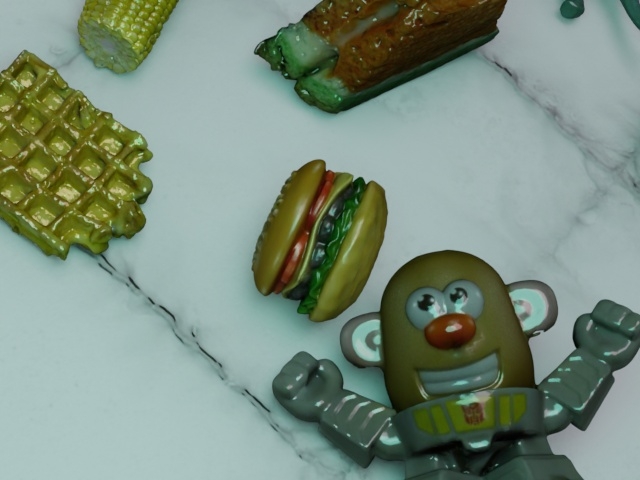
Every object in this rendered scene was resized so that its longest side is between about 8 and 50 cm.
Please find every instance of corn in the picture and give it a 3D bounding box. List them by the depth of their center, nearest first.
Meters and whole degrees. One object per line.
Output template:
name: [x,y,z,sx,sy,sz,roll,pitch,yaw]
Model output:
corn: [-0.185,-0.296,1.397,0.093,0.093,0.244,20,62,-6]

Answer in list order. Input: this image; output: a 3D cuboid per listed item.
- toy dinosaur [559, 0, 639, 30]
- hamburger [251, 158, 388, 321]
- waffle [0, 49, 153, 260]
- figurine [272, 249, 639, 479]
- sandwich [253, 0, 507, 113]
toy dinosaur: [0.331,-0.440,1.626,0.383,0.129,0.331,36,52,2]
hamburger: [0.000,0.000,1.270,0.115,0.162,0.162,23,60,-3]
waffle: [-0.260,-0.074,1.286,0.211,0.055,0.160,35,61,3]
figurine: [0.135,0.147,1.227,0.343,0.167,0.284,-1,68,-17]
sandwich: [0.101,-0.242,1.402,0.292,0.212,0.109,-27,89,-39]
